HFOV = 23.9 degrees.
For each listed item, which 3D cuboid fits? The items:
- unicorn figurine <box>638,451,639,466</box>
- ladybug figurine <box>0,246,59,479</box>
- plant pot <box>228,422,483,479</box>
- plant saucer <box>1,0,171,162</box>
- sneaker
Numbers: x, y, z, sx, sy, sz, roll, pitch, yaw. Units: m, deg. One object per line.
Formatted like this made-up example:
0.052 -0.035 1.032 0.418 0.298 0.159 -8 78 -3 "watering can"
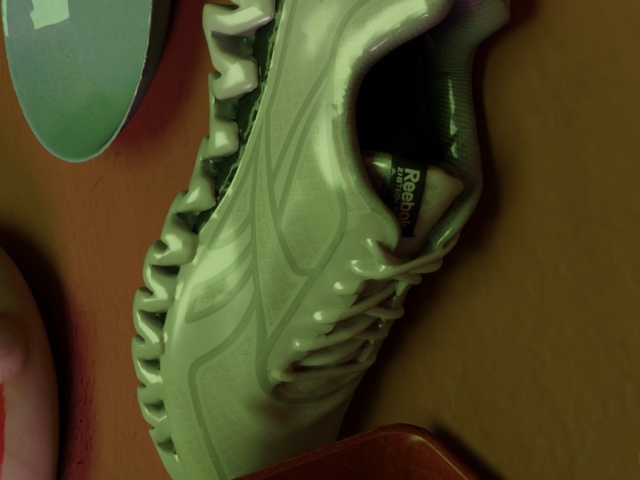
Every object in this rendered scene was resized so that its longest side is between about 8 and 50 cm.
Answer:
0.155 0.077 0.456 0.111 0.060 0.162 54 150 38 "unicorn figurine"
-0.317 0.151 1.048 0.449 0.162 0.305 -45 57 47 "ladybug figurine"
-0.007 0.265 0.546 0.267 0.267 0.235 40 137 47 "plant pot"
-0.126 -0.141 0.851 0.195 0.037 0.195 6 97 55 "plant saucer"
0.000 0.000 0.632 0.118 0.110 0.292 30 118 41 "sneaker"
